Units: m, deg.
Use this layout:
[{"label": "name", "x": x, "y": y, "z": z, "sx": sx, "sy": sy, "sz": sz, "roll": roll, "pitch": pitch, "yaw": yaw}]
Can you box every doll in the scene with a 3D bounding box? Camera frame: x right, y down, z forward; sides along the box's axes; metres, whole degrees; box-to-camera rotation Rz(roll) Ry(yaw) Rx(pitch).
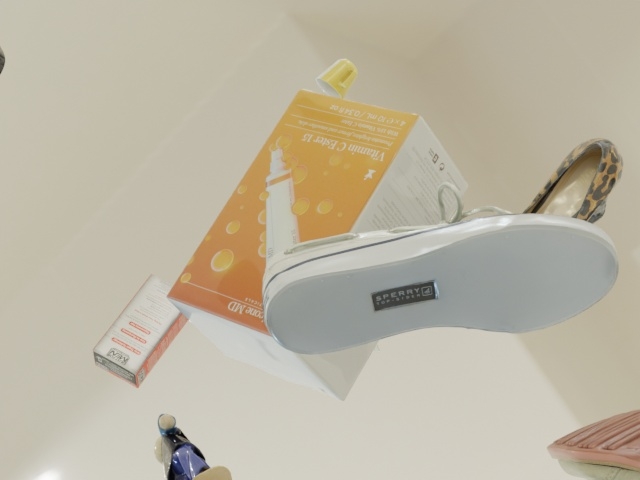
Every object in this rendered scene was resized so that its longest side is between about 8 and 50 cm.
[{"label": "doll", "x": -0.130, "y": 0.232, "z": 1.406, "sx": 0.046, "sy": 0.129, "sz": 0.189, "roll": -19, "pitch": 16, "yaw": -18}]

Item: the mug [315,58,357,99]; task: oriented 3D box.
[{"label": "mug", "x": 0.040, "y": -0.296, "z": 2.618, "sx": 0.064, "sy": 0.078, "sz": 0.062, "roll": -49, "pitch": -36, "yaw": -12}]

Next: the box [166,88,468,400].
[{"label": "box", "x": 0.000, "y": 0.000, "z": 1.857, "sx": 0.345, "sy": 0.215, "sz": 0.168, "roll": -59, "pitch": -41, "yaw": -17}]

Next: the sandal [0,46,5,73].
[{"label": "sandal", "x": -0.423, "y": -0.247, "z": 1.714, "sx": 0.097, "sy": 0.254, "sz": 0.054, "roll": -37, "pitch": -45, "yaw": 15}]

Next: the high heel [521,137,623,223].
[{"label": "high heel", "x": 0.260, "y": -0.012, "z": 1.717, "sx": 0.261, "sy": 0.093, "sz": 0.186, "roll": -43, "pitch": -22, "yaw": -16}]

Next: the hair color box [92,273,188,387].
[{"label": "hair color box", "x": -0.236, "y": 0.121, "z": 1.915, "sx": 0.141, "sy": 0.072, "sz": 0.043, "roll": -54, "pitch": -16, "yaw": -30}]

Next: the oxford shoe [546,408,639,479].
[{"label": "oxford shoe", "x": 0.406, "y": 0.295, "z": 1.731, "sx": 0.140, "sy": 0.146, "sz": 0.397, "roll": -22, "pitch": 5, "yaw": -18}]

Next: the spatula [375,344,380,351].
[{"label": "spatula", "x": 0.041, "y": 0.086, "z": 2.436, "sx": 0.019, "sy": 0.242, "sz": 0.168, "roll": -21, "pitch": -6, "yaw": -8}]

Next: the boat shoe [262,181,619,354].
[{"label": "boat shoe", "x": 0.118, "y": 0.022, "z": 1.496, "sx": 0.367, "sy": 0.156, "sz": 0.136, "roll": -11, "pitch": -60, "yaw": 0}]
